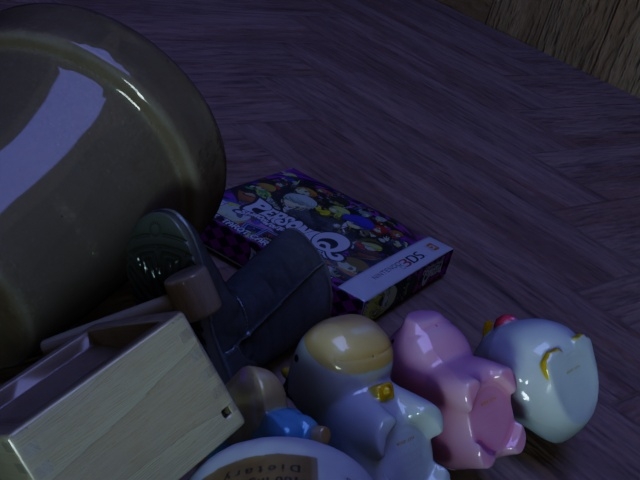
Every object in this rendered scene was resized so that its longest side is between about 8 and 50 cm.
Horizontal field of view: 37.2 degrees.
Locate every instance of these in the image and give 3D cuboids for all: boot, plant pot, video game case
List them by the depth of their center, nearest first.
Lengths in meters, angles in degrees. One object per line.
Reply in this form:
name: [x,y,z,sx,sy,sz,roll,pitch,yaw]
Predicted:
plant pot: [-0.236,-0.024,0.766,0.263,0.263,0.229,19,44,6]
boot: [-0.063,0.032,0.806,0.076,0.189,0.208,3,24,32]
video game case: [0.000,0.000,1.040,0.232,0.042,0.210,28,27,24]

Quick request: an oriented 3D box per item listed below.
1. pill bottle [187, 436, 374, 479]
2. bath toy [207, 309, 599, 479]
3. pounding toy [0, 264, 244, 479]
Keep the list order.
pill bottle: [-0.021,0.221,0.489,0.131,0.131,0.229,12,26,-8]
bath toy: [0.079,0.124,0.758,0.348,0.151,0.129,-7,-1,-40]
pounding toy: [-0.131,0.103,0.629,0.206,0.094,0.181,-36,15,-37]
